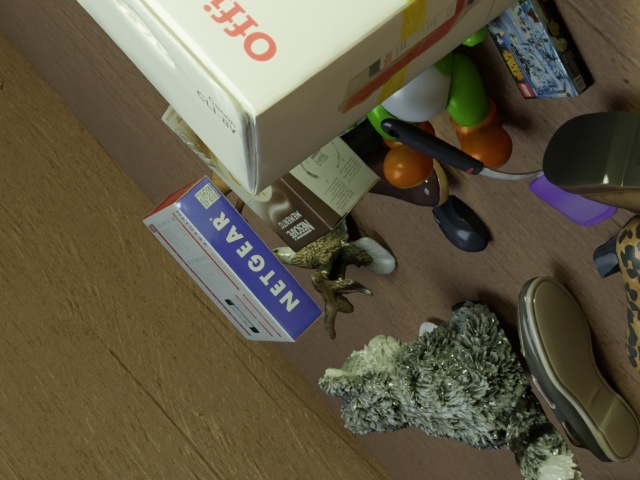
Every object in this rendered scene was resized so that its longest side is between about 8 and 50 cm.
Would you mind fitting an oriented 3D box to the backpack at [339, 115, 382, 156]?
[{"bbox_3d":[-0.087,-0.291,1.387,0.290,0.273,0.356,44,151,46],"label":"backpack"}]

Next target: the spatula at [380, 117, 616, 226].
[{"bbox_3d":[0.202,-0.081,1.137,0.296,0.030,0.084,18,159,-16],"label":"spatula"}]

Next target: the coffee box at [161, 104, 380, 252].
[{"bbox_3d":[-0.065,-0.115,1.248,0.246,0.098,0.141,45,157,-6],"label":"coffee box"}]

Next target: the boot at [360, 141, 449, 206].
[{"bbox_3d":[0.043,-0.086,1.461,0.248,0.206,0.090,36,137,50],"label":"boot"}]

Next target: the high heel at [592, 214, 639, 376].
[{"bbox_3d":[0.397,0.095,1.091,0.261,0.093,0.186,58,172,10],"label":"high heel"}]

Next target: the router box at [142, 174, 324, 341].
[{"bbox_3d":[-0.175,0.047,1.919,0.335,0.082,0.301,50,161,-11],"label":"router box"}]

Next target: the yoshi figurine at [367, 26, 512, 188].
[{"bbox_3d":[0.086,-0.205,1.103,0.203,0.203,0.362,31,157,49],"label":"yoshi figurine"}]

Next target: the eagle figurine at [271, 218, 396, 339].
[{"bbox_3d":[-0.011,-0.001,1.936,0.226,0.225,0.298,-53,35,34],"label":"eagle figurine"}]

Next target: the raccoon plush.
[{"bbox_3d":[0.175,0.266,1.543,0.446,0.299,0.216,-115,0,-69],"label":"raccoon plush"}]

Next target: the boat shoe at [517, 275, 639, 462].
[{"bbox_3d":[0.340,0.189,1.415,0.095,0.112,0.335,-2,129,51],"label":"boat shoe"}]

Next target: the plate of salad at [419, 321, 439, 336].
[{"bbox_3d":[0.253,0.238,1.896,0.200,0.048,0.200,54,161,28],"label":"plate of salad"}]

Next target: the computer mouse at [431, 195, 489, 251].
[{"bbox_3d":[0.161,-0.055,1.524,0.242,0.041,0.071,40,161,38],"label":"computer mouse"}]

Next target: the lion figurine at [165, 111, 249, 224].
[{"bbox_3d":[-0.191,-0.209,1.904,0.392,0.142,0.240,61,154,-1],"label":"lion figurine"}]

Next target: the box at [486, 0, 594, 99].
[{"bbox_3d":[0.219,-0.212,1.047,0.137,0.027,0.094,58,162,-19],"label":"box"}]

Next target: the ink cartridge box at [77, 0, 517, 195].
[{"bbox_3d":[-0.001,-0.269,0.879,0.279,0.384,0.160,48,163,15],"label":"ink cartridge box"}]

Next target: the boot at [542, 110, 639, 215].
[{"bbox_3d":[0.356,-0.062,0.932,0.115,0.112,0.305,26,174,-31],"label":"boot"}]
